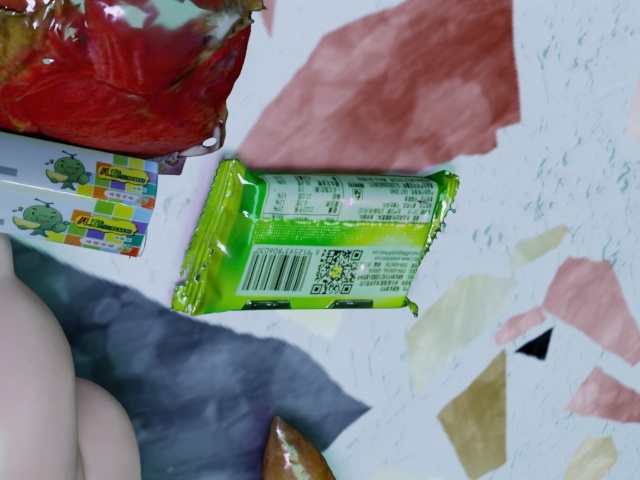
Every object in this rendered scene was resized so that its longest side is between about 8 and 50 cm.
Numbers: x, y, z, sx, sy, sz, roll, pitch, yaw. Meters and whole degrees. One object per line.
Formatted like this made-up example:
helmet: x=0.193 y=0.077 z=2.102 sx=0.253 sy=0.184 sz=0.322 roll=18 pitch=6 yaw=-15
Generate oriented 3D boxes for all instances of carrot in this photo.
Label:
carrot: x=-0.002 y=0.191 z=1.109 sx=0.072 sy=0.072 sz=0.205 roll=-30 pitch=129 yaw=-18

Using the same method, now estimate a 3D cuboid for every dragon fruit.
dragon fruit: x=-0.126 y=-0.089 z=0.796 sx=0.161 sy=0.127 sz=0.120 roll=-4 pitch=112 yaw=-36

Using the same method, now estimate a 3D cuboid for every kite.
kite: x=-0.098 y=-0.058 z=0.917 sx=0.078 sy=0.002 sz=0.044 roll=26 pitch=101 yaw=-45

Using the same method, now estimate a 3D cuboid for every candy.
candy: x=-0.001 y=-0.001 z=1.008 sx=0.178 sy=0.032 sz=0.102 roll=0 pitch=114 yaw=-36

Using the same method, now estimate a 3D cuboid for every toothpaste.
toothpaste: x=-0.161 y=-0.029 z=0.811 sx=0.164 sy=0.034 sz=0.046 roll=11 pitch=141 yaw=-13

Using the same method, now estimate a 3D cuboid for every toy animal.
toy animal: x=-0.171 y=0.117 z=0.866 sx=0.166 sy=0.154 sz=0.250 roll=-6 pitch=135 yaw=17
